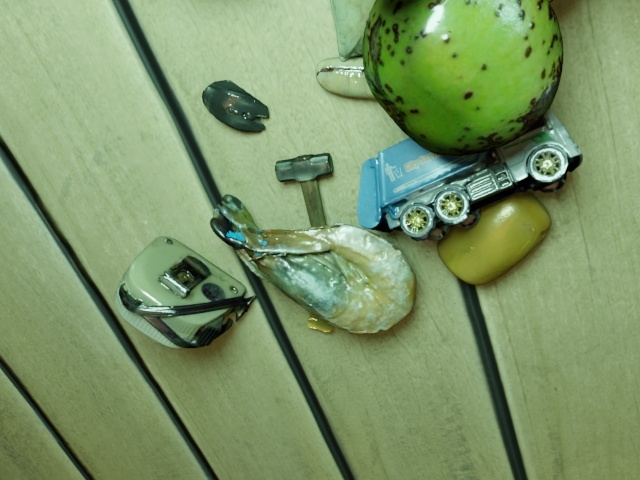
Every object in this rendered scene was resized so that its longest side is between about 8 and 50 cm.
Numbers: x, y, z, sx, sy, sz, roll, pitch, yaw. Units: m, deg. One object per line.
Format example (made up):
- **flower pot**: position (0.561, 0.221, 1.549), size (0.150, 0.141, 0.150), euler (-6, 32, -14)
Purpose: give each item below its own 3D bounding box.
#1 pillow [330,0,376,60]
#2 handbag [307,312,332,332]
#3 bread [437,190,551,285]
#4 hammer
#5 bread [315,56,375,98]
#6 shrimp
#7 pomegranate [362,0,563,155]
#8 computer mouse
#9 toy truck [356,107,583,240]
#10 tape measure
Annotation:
- **pillow**: position (0.159, -0.400, 0.840), size (0.302, 0.075, 0.185), euler (-7, 122, 13)
- **handbag**: position (0.005, 0.165, 1.225), size (0.061, 0.027, 0.083), euler (14, 118, 6)
- **bread**: position (0.327, -0.002, 1.022), size (0.147, 0.098, 0.217), euler (34, 119, -4)
- **hammer**: position (0.000, 0.000, 1.111), size (0.111, 0.043, 0.365), euler (-6, 115, 14)
- **bread**: position (0.094, -0.282, 0.936), size (0.214, 0.053, 0.073), euler (8, 117, 8)
- **shrimp**: position (-0.010, 0.041, 1.064), size (0.445, 0.110, 0.221), euler (27, 115, -7)
- **pomegranate**: position (0.224, -0.289, 0.734), size (0.285, 0.285, 0.341), euler (43, 95, -13)
- **computer mouse**: position (-0.163, -0.249, 1.013), size (0.135, 0.047, 0.079), euler (24, 122, -5)
- **toy truck**: position (0.239, -0.110, 0.920), size (0.367, 0.146, 0.175), euler (-23, 79, 21)
- **tape measure**: position (-0.286, 0.126, 1.145), size (0.271, 0.231, 0.133), euler (36, 118, -9)
